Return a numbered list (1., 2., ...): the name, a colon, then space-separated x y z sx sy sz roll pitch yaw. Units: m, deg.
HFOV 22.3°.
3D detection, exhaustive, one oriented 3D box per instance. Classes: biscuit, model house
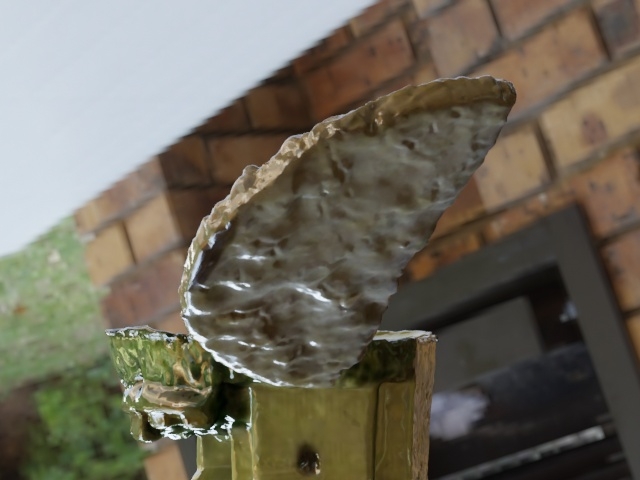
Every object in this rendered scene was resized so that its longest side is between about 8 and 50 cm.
1. biscuit: -0.004 0.002 0.833 0.133 0.032 0.250 0 142 -26
2. model house: -0.031 0.196 1.297 0.261 0.266 0.321 -2 178 8
